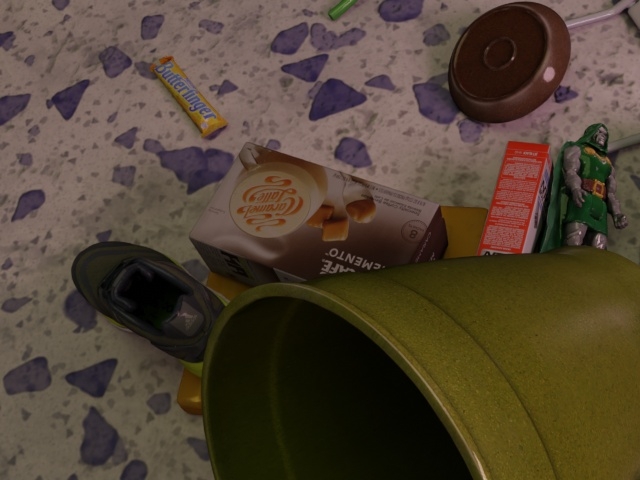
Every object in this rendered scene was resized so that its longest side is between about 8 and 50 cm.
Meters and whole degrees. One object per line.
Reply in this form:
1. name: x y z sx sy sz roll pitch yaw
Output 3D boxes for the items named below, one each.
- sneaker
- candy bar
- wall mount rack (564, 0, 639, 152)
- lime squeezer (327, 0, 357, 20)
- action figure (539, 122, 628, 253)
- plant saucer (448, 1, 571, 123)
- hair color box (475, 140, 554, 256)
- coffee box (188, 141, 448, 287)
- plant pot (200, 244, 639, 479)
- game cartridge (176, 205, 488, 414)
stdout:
1. sneaker: -0.199 0.055 1.104 0.300 0.121 0.111 20 73 42
2. candy bar: -0.183 -0.199 1.329 0.040 0.018 0.161 -34 62 -9
3. wall mount rack: 0.402 -0.244 1.185 0.304 0.130 0.350 -39 54 27
4. lime squeezer: 0.104 -0.442 1.385 0.110 0.059 0.310 12 66 17
5. action figure: 0.296 -0.030 1.081 0.063 0.137 0.232 -23 50 52
6. plant saucer: 0.230 -0.230 1.219 0.168 0.029 0.168 -13 66 31
7. hair color box: 0.222 -0.016 1.086 0.053 0.093 0.167 9 65 25
8. coffee box: 0.000 0.000 1.084 0.246 0.098 0.141 20 68 22
9. plant pot: 0.143 0.160 0.848 0.353 0.366 0.366 -20 54 -36
10. game cartridge: 0.020 0.079 1.118 0.324 0.052 0.285 5 63 12
